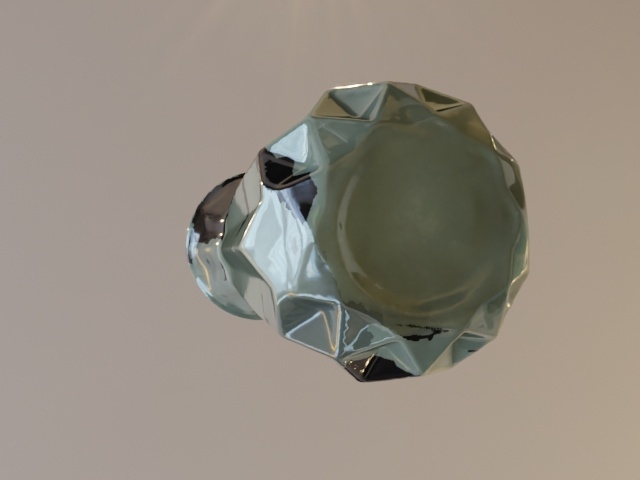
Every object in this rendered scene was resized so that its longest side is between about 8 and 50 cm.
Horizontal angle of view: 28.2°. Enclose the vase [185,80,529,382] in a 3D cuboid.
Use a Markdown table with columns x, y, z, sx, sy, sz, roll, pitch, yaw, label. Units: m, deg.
| x | y | z | sx | sy | sz | roll | pitch | yaw | label |
| --- | --- | --- | --- | --- | --- | --- | --- | --- | --- |
| 0.000 | 0.000 | 0.810 | 0.165 | 0.360 | 0.165 | 1 | -92 | -16 | vase |
